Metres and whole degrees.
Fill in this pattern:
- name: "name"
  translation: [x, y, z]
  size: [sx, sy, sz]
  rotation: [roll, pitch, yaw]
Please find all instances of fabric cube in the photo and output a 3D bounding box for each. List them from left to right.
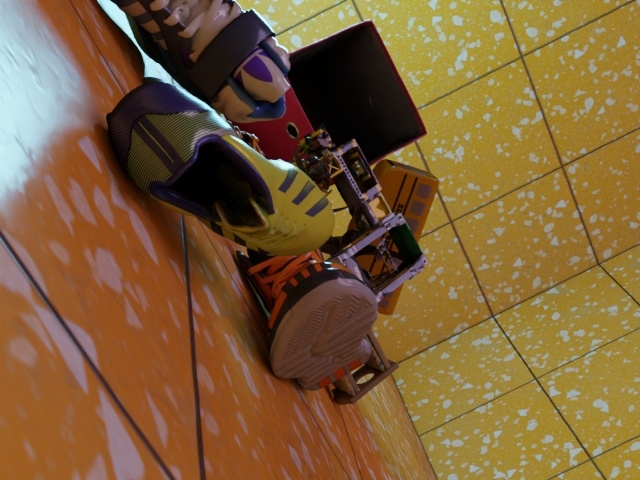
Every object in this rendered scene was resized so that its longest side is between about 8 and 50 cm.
- name: "fabric cube"
  translation: [-0.001, -0.241, 1.858]
  size: [0.258, 0.259, 0.254]
  rotation: [-19, -81, 54]

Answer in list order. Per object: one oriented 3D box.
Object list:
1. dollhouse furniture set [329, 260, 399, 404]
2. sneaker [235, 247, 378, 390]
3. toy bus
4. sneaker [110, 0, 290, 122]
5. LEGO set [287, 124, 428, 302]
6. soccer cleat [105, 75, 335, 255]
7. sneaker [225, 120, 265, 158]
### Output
- name: "dollhouse furniture set"
  translation: [-0.001, 0.127, 1.381]
  size: [0.161, 0.101, 0.182]
  rotation: [12, -47, 61]
- name: "sneaker"
  translation: [-0.032, 0.050, 1.015]
  size: [0.180, 0.124, 0.321]
  rotation: [60, -10, 17]
- name: "toy bus"
  translation: [0.099, 0.020, 1.736]
  size: [0.108, 0.130, 0.333]
  rotation: [-112, -141, -76]
- name: "sneaker"
  translation: [-0.124, -0.251, 1.028]
  size: [0.236, 0.130, 0.323]
  rotation: [35, -14, 21]
- name: "LEGO set"
  translation: [0.000, 0.000, 1.534]
  size: [0.255, 0.192, 0.331]
  rotation: [-11, -73, 49]
- name: "soccer cleat"
  translation: [-0.065, -0.032, 0.791]
  size: [0.121, 0.093, 0.289]
  rotation: [50, 9, 34]
- name: "sneaker"
  translation: [-0.113, -0.108, 1.160]
  size: [0.084, 0.083, 0.215]
  rotation: [67, 5, 29]
